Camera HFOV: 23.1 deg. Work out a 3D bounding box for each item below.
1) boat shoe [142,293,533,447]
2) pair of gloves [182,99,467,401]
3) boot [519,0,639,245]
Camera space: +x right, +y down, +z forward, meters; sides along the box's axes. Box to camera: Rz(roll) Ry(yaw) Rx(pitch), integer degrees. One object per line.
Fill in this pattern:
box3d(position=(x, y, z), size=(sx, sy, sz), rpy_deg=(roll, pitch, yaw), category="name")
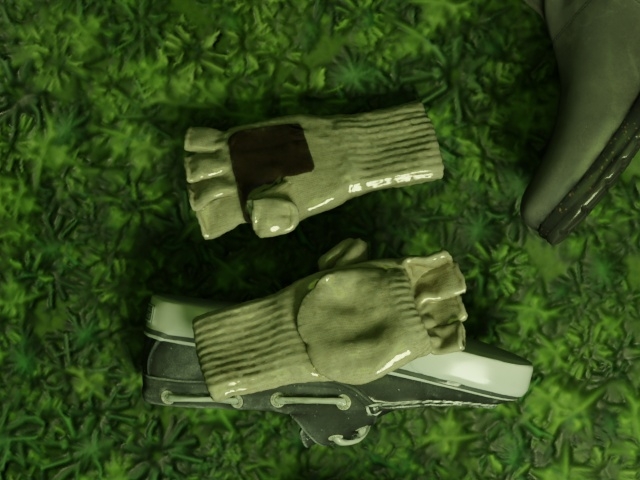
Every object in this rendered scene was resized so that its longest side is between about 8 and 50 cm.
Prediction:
box3d(position=(0.008, 0.110, 1.204), size=(0.301, 0.108, 0.102), rpy_deg=(7, 93, 5), category="boat shoe")
box3d(position=(0.000, 0.000, 1.171), size=(0.204, 0.042, 0.240), rpy_deg=(-8, 60, 2), category="pair of gloves")
box3d(position=(0.177, -0.184, 1.193), size=(0.223, 0.118, 0.338), rpy_deg=(28, 87, 8), category="boot")
